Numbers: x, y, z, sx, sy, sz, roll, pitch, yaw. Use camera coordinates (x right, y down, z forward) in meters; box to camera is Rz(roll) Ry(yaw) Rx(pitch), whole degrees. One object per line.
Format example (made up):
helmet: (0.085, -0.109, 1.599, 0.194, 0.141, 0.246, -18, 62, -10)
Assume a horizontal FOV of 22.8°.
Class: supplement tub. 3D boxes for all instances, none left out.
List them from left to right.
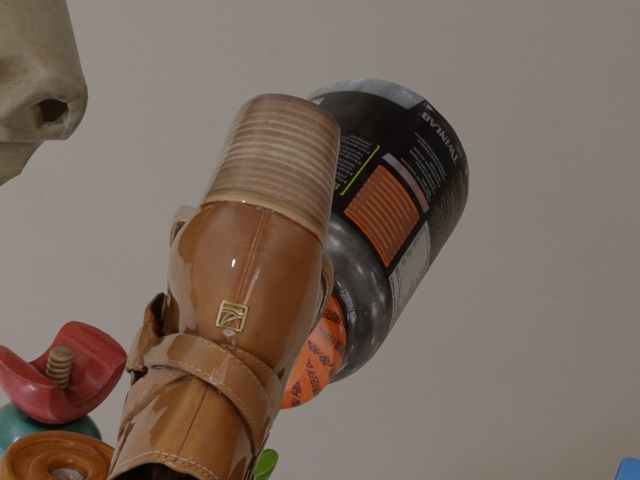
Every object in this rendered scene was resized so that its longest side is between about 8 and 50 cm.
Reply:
supplement tub: (0.000, 0.000, 1.517, 0.207, 0.207, 0.338, -15, 22, 33)

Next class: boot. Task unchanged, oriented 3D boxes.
boot: (-0.055, 0.077, 0.883, 0.283, 0.109, 0.220, 120, 168, -61)

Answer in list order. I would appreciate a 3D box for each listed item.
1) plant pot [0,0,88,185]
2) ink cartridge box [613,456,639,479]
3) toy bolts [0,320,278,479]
plant pot: (-0.291, -0.179, 0.942, 0.334, 0.334, 0.305, -26, 78, 20)
ink cartridge box: (0.166, 0.373, 0.917, 0.166, 0.285, 0.395, 20, 53, 13)
toy bolts: (-0.179, 0.189, 1.165, 0.218, 0.158, 0.228, -13, 37, -45)
